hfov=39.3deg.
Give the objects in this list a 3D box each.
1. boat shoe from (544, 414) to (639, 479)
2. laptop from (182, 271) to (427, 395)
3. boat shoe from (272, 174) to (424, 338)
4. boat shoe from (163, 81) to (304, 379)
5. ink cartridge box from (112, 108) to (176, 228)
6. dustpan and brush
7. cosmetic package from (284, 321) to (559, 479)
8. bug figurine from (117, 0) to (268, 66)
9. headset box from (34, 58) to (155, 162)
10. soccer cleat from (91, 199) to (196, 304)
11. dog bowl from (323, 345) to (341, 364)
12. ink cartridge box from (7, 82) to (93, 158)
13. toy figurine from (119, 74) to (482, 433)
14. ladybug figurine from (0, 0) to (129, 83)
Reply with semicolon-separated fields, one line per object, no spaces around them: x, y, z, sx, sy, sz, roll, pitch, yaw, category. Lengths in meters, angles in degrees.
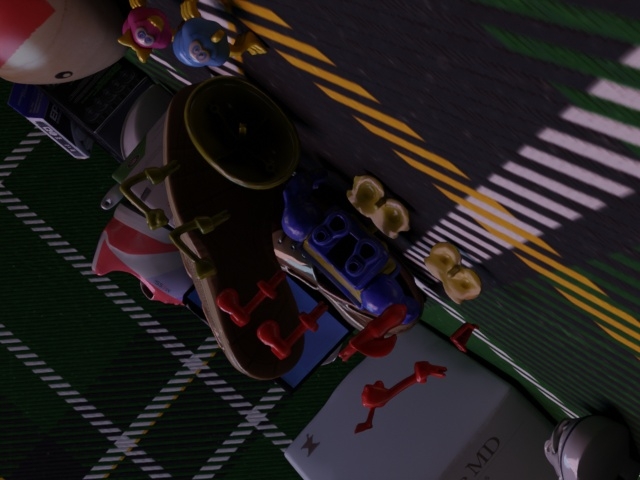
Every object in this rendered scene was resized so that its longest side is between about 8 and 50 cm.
0.306;0.245;1.037;0.088;0.096;0.267;32;178;34;boat shoe
-0.030;0.083;1.282;0.234;0.136;0.264;42;148;-14;laptop
0.000;0.000;1.112;0.324;0.123;0.116;34;169;-3;boat shoe
-0.114;-0.007;1.026;0.110;0.122;0.341;-16;86;66;boat shoe
-0.175;-0.095;1.249;0.092;0.160;0.219;43;175;-38;ink cartridge box
-0.264;-0.125;1.369;0.147;0.211;0.060;42;138;-11;dustpan and brush
0.224;0.399;1.490;0.394;0.329;0.327;44;175;-30;cosmetic package
-0.177;-0.226;0.739;0.279;0.072;0.216;43;174;-16;bug figurine
-0.361;-0.230;1.591;0.283;0.131;0.246;37;173;32;headset box
-0.206;0.056;1.376;0.318;0.116;0.109;34;177;-40;soccer cleat
-0.091;0.071;1.562;0.349;0.102;0.348;21;143;17;dog bowl
-0.498;-0.296;1.728;0.045;0.206;0.208;-3;155;23;ink cartridge box
-0.011;0.014;0.945;0.362;0.191;0.217;42;179;7;toy figurine
-0.420;-0.341;1.013;0.449;0.162;0.305;44;174;-21;ladybug figurine
